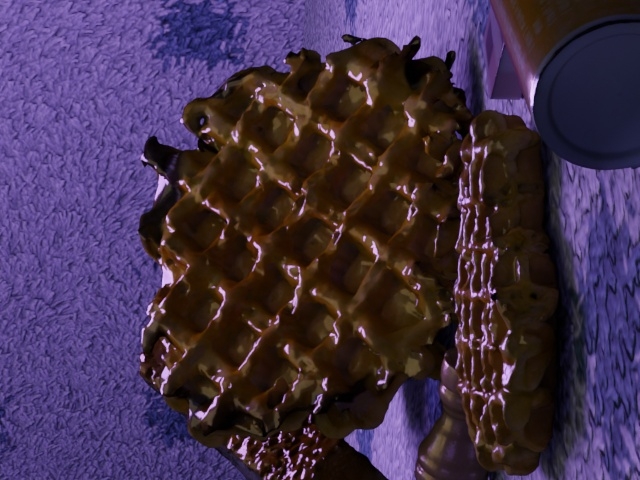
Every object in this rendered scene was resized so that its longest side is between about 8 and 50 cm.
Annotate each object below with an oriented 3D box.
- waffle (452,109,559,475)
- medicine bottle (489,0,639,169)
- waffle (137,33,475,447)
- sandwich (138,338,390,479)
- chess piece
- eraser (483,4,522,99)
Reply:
[{"bbox_3d":[0.135,0.042,1.296,0.253,0.056,0.249,-94,5,-56],"label":"waffle"},{"bbox_3d":[0.129,-0.199,1.055,0.426,0.108,0.108,-99,9,-54],"label":"medicine bottle"},{"bbox_3d":[-0.010,-0.002,1.612,0.095,0.379,0.382,22,-119,-50],"label":"waffle"},{"bbox_3d":[-0.030,0.228,1.812,0.301,0.099,0.271,33,163,43],"label":"sandwich"},{"bbox_3d":[0.120,0.153,1.482,0.066,0.066,0.122,-99,16,-61],"label":"chess piece"},{"bbox_3d":[0.144,-0.159,1.336,0.105,0.026,0.065,97,174,-57],"label":"eraser"}]
